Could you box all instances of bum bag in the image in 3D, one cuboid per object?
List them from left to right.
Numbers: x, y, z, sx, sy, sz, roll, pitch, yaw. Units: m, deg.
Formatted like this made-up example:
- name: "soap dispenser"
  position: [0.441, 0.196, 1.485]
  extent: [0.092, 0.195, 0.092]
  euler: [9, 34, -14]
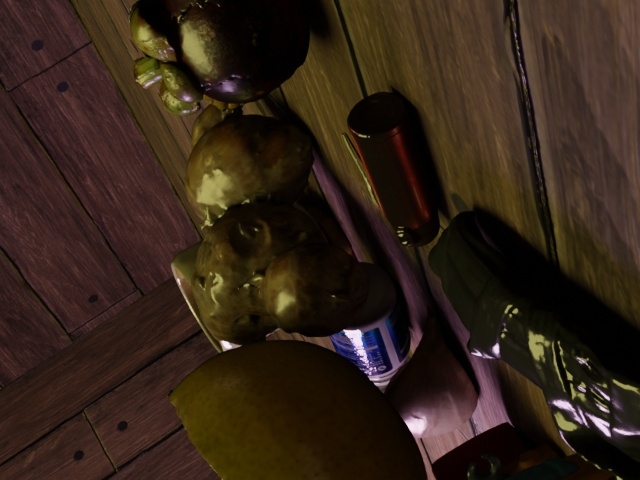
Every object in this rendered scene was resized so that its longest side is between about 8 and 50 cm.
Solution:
- name: "bum bag"
  position: [0.180, 0.088, 0.937]
  extent: [0.326, 0.079, 0.142]
  euler: [47, 163, 50]

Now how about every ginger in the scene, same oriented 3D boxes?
- name: "ginger"
  position: [-0.075, -0.028, 1.475]
  extent: [0.256, 0.176, 0.375]
  euler: [-40, 58, 42]

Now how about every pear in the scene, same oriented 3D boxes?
- name: "pear"
  position: [-0.002, 0.239, 1.369]
  extent: [0.340, 0.191, 0.386]
  euler: [45, 179, -40]

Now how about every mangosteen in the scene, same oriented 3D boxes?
- name: "mangosteen"
  position: [-0.103, -0.201, 1.092]
  extent: [0.166, 0.180, 0.166]
  euler: [54, -177, -4]

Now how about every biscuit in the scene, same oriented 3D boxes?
- name: "biscuit"
  position: [0.000, 0.000, 1.731]
  extent: [0.166, 0.036, 0.225]
  euler: [62, 169, -25]

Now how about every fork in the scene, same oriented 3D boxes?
- name: "fork"
  position: [0.051, -0.069, 1.283]
  extent: [0.115, 0.012, 0.016]
  euler: [59, 164, -13]

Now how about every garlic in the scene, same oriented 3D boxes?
- name: "garlic"
  position: [0.144, 0.192, 1.460]
  extent: [0.115, 0.128, 0.207]
  euler: [31, 158, 9]

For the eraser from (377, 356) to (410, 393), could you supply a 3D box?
- name: "eraser"
  position: [0.070, 0.270, 1.731]
  extent: [0.092, 0.212, 0.046]
  euler: [51, 168, 24]

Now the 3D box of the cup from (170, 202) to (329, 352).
- name: "cup"
  position: [-0.088, 0.070, 1.683]
  extent: [0.173, 0.202, 0.255]
  euler: [53, 165, 27]

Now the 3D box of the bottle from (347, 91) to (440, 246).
- name: "bottle"
  position: [0.073, -0.058, 1.058]
  extent: [0.060, 0.060, 0.164]
  euler: [48, 168, 43]

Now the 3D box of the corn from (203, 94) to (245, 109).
- name: "corn"
  position: [-0.108, -0.225, 1.329]
  extent: [0.097, 0.097, 0.262]
  euler: [55, 169, 8]

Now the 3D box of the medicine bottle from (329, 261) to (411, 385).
- name: "medicine bottle"
  position: [0.065, 0.121, 1.571]
  extent: [0.107, 0.107, 0.191]
  euler: [50, 169, 36]

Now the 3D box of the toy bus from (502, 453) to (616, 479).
- name: "toy bus"
  position: [0.213, 0.283, 1.068]
  extent: [0.126, 0.209, 0.136]
  euler: [164, 83, -82]

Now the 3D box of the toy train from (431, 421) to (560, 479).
- name: "toy train"
  position: [0.248, 0.369, 1.332]
  extent: [0.369, 0.163, 0.232]
  euler: [60, -177, -22]
